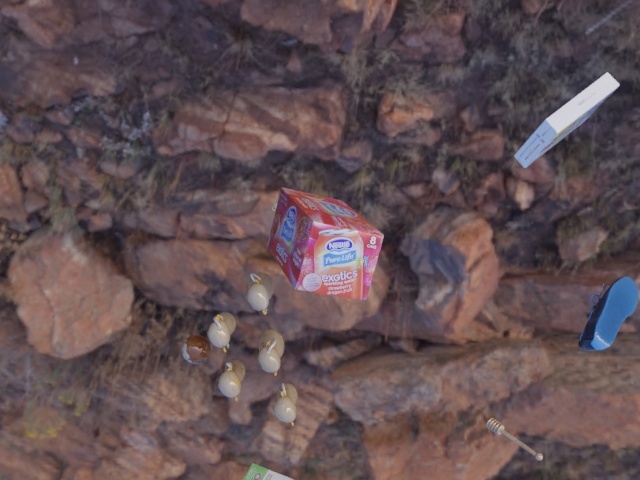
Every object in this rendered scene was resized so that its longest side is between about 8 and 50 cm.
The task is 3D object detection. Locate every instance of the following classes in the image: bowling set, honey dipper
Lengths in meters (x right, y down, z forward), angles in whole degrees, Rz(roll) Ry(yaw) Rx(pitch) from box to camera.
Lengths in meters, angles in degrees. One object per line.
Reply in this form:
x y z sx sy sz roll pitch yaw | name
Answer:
-0.154 0.213 1.317 0.200 0.287 0.154 -16 -174 0 | bowling set
0.482 0.495 1.806 0.161 0.030 0.030 31 170 42 | honey dipper

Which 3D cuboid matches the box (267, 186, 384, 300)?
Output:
0.000 0.000 1.279 0.128 0.122 0.257 11 -167 -18 | box

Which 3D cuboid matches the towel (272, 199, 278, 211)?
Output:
-0.066 -0.106 2.172 0.148 0.027 0.110 0 -167 3 | towel

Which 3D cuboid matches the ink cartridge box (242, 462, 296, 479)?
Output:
-0.109 0.667 1.797 0.212 0.154 0.093 18 130 18 | ink cartridge box

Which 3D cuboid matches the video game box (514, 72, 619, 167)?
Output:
0.553 -0.269 1.650 0.048 0.205 0.187 51 162 8 | video game box

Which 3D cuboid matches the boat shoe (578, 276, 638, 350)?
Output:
0.745 0.186 1.916 0.109 0.258 0.089 52 147 0 | boat shoe
